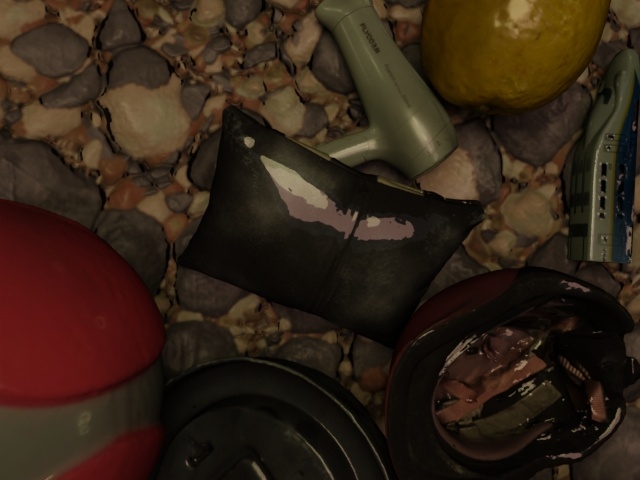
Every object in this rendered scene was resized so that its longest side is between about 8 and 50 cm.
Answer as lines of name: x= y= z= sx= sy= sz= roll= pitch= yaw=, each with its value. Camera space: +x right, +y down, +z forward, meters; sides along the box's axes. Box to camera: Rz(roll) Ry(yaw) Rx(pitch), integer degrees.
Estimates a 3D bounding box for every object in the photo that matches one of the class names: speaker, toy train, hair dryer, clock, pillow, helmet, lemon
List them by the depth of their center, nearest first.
speaker: x=-0.258 y=0.122 z=0.387 sx=0.295 sy=0.294 sz=0.293 roll=0 pitch=90 yaw=-7
clock: x=-0.058 y=0.240 z=0.458 sx=0.281 sy=0.055 sz=0.280 roll=-2 pitch=85 yaw=21
pillow: x=0.000 y=0.000 z=0.488 sx=0.250 sy=0.106 sz=0.185 roll=20 pitch=122 yaw=-5
helmet: x=0.162 y=0.117 z=0.489 sx=0.254 sy=0.154 sz=0.198 roll=-5 pitch=102 yaw=-10
lemon: x=0.184 y=-0.216 z=0.493 sx=0.170 sy=0.170 sz=0.207 roll=25 pitch=85 yaw=-6
hair dryer: x=-0.005 y=-0.122 z=0.531 sx=0.237 sy=0.075 sz=0.206 roll=-30 pitch=86 yaw=2
toy train: x=0.308 y=-0.092 z=0.562 sx=0.051 sy=0.052 sz=0.233 roll=3 pitch=89 yaw=-2
